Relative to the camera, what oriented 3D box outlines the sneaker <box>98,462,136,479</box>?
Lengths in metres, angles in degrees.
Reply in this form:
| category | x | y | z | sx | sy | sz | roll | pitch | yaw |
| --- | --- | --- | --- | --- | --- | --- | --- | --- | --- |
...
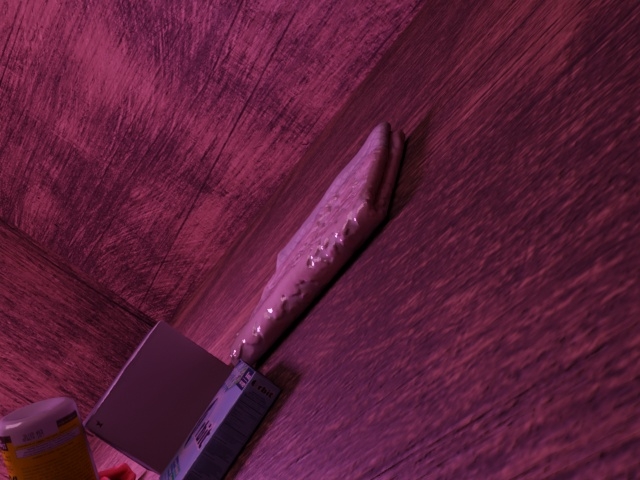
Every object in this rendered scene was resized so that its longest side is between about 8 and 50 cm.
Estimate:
| category | x | y | z | sx | sy | sz | roll | pitch | yaw |
| --- | --- | --- | --- | --- | --- | --- | --- | --- | --- |
| sneaker | -0.419 | 0.454 | 1.375 | 0.136 | 0.116 | 0.314 | -42 | -5 | 13 |

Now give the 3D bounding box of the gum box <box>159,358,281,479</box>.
| category | x | y | z | sx | sy | sz | roll | pitch | yaw |
| --- | --- | --- | --- | --- | --- | --- | --- | --- | --- |
| gum box | -0.126 | 0.237 | 0.981 | 0.184 | 0.041 | 0.157 | -55 | 8 | -9 |

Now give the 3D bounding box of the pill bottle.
| category | x | y | z | sx | sy | sz | roll | pitch | yaw |
| --- | --- | --- | --- | --- | --- | --- | --- | --- | --- |
| pill bottle | -0.387 | 0.347 | 1.182 | 0.117 | 0.215 | 0.117 | -15 | 5 | 1 |

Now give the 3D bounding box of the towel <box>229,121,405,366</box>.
| category | x | y | z | sx | sy | sz | roll | pitch | yaw |
| --- | --- | --- | --- | --- | --- | --- | --- | --- | --- |
| towel | 0.000 | 0.000 | 1.201 | 0.332 | 0.053 | 0.317 | -51 | 9 | 30 |

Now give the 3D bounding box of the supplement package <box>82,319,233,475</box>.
| category | x | y | z | sx | sy | sz | roll | pitch | yaw |
| --- | --- | --- | --- | --- | --- | --- | --- | --- | --- |
| supplement package | -0.263 | 0.255 | 1.301 | 0.194 | 0.149 | 0.203 | -57 | 9 | -20 |
